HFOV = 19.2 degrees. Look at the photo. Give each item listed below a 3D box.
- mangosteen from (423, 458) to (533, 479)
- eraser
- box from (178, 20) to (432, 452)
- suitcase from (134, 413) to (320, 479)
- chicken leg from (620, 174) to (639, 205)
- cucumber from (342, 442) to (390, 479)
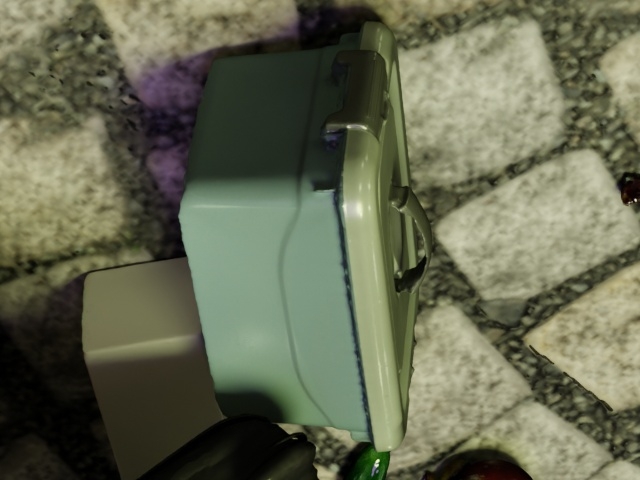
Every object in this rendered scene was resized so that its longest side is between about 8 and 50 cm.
[{"bbox_3d":[0.118,0.192,1.331,0.081,0.081,0.081,-3,131,-4],"label":"mangosteen"},{"bbox_3d":[-0.090,0.147,1.263,0.078,0.076,0.298,-9,132,2],"label":"eraser"},{"bbox_3d":[0.000,0.000,1.094,0.130,0.162,0.227,-1,133,9],"label":"box"},{"bbox_3d":[-0.138,0.281,1.077,0.188,0.345,0.339,50,141,9],"label":"suitcase"},{"bbox_3d":[0.261,-0.036,1.169,0.145,0.037,0.062,-22,108,11],"label":"chicken leg"},{"bbox_3d":[0.013,0.211,1.358,0.033,0.036,0.184,20,126,-10],"label":"cucumber"}]
